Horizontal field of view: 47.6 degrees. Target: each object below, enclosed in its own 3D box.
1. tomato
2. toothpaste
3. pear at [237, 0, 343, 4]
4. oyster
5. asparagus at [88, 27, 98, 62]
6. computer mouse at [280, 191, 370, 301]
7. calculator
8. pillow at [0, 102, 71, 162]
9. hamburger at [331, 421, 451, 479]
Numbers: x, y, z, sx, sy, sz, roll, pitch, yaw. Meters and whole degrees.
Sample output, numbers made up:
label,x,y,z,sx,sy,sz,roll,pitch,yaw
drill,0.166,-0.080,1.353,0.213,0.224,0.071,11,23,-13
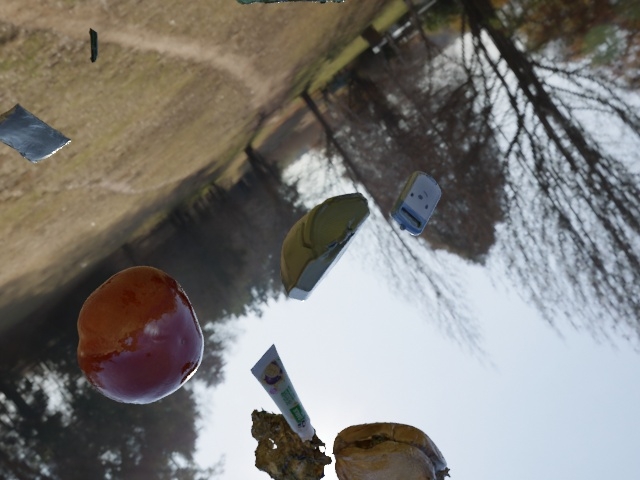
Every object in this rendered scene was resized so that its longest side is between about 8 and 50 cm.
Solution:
label,x,y,z,sx,sy,sz,roll,pitch,yaw
tomato,-0.325,0.181,1.338,0.180,0.260,0.260,-3,-158,28
toothpaste,-0.079,0.354,1.644,0.056,0.314,0.058,-15,-138,9
pear,-0.068,-0.634,1.521,0.292,0.292,0.159,-30,-146,49
oyster,-0.087,0.530,1.876,0.092,0.260,0.198,19,114,-48
asparagus,-0.676,-0.579,2.158,0.021,0.025,0.108,-18,130,-37
computer mouse,-0.002,-0.003,1.876,0.228,0.145,0.429,-60,173,33
calculator,0.290,-0.112,2.199,0.210,0.121,0.039,-58,-163,-25
pillow,-0.854,-0.306,2.109,0.148,0.050,0.229,-31,156,9
hamburger,0.164,0.510,1.643,0.146,0.286,0.243,-71,-179,-48
